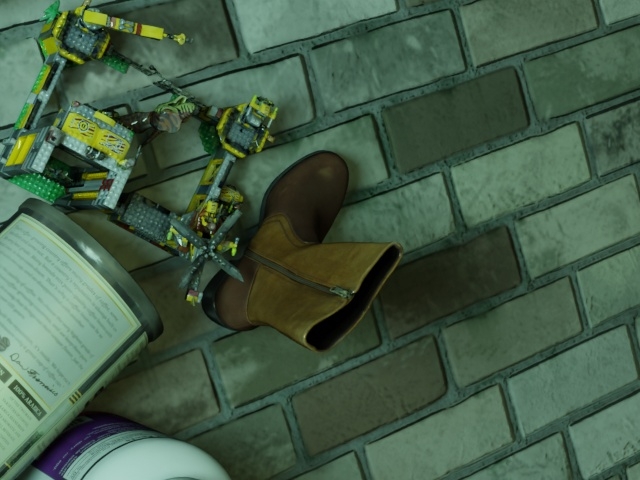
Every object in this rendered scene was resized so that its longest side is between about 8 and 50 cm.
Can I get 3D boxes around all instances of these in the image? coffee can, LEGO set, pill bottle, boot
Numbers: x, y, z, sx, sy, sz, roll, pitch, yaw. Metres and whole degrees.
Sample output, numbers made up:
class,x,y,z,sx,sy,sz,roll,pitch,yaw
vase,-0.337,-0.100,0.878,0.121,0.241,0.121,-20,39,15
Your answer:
class,x,y,z,sx,sy,sz,roll,pitch,yaw
coffee can,-0.328,0.121,1.323,0.275,0.201,0.201,-46,110,-20
LEGO set,-0.185,-0.109,1.400,0.331,0.192,0.255,38,74,-24
pill bottle,-0.197,0.282,1.326,0.181,0.323,0.181,-1,91,-28
boot,0.000,0.000,1.451,0.264,0.280,0.096,-46,111,-20
